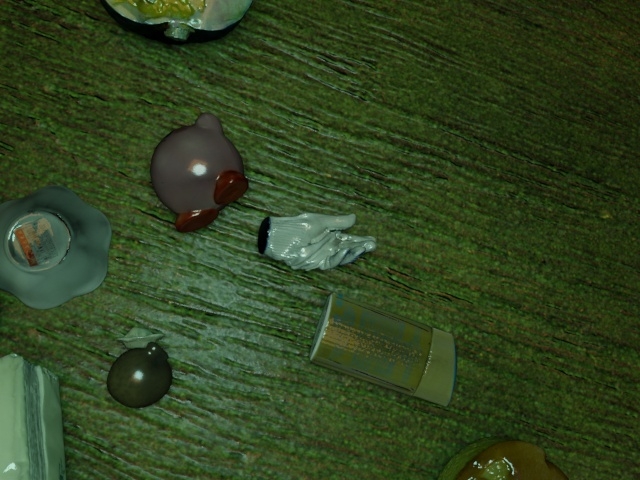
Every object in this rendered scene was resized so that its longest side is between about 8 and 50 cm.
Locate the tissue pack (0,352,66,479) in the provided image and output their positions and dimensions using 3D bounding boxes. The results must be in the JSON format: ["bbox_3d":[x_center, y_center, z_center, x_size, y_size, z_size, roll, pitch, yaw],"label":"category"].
[{"bbox_3d":[-0.537,0.388,0.822,0.297,0.207,0.380,-11,64,-10],"label":"tissue pack"}]

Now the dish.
[{"bbox_3d":[-0.485,0.006,0.999,0.230,0.081,0.229,1,82,-10],"label":"dish"}]

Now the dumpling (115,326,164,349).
[{"bbox_3d":[-0.322,0.175,1.016,0.077,0.059,0.043,21,68,-10],"label":"dumpling"}]

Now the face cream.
[{"bbox_3d":[0.131,0.209,1.091,0.285,0.067,0.139,20,79,-6],"label":"face cream"}]

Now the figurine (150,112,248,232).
[{"bbox_3d":[-0.222,-0.126,1.027,0.173,0.173,0.173,2,81,-10],"label":"figurine"}]

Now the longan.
[{"bbox_3d":[-0.307,0.231,0.987,0.106,0.106,0.119,32,91,-4],"label":"longan"}]

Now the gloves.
[{"bbox_3d":[-0.004,0.000,1.084,0.229,0.097,0.119,6,85,-5],"label":"gloves"}]

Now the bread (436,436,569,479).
[{"bbox_3d":[0.339,0.499,1.045,0.270,0.148,0.269,1,81,-10],"label":"bread"}]

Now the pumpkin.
[{"bbox_3d":[-0.268,-0.489,1.062,0.293,0.197,0.263,4,93,-17],"label":"pumpkin"}]
